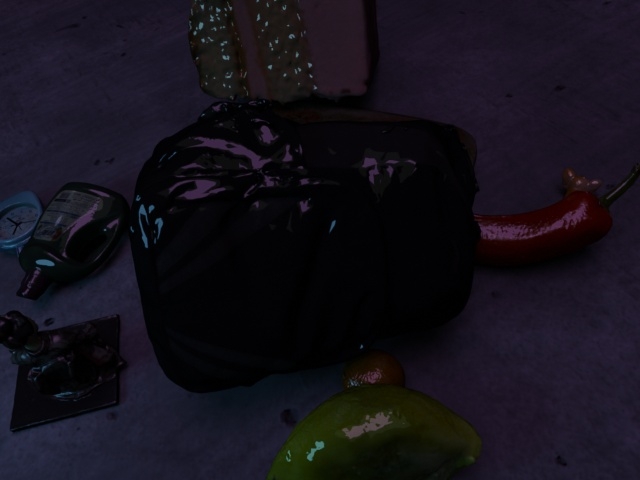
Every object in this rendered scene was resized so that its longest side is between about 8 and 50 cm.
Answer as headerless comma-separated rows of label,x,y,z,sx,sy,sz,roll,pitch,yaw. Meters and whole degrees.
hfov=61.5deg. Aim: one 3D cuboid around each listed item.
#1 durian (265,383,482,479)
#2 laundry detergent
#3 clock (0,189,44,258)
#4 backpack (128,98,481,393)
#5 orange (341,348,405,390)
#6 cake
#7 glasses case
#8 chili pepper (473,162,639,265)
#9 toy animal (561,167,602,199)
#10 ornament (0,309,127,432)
durian,0.057,0.240,0.618,0.250,0.139,0.101,-6,10,-7
laundry detergent,-0.419,0.007,0.899,0.144,0.078,0.221,13,55,5
clock,-0.531,-0.020,0.956,0.108,0.045,0.147,-36,57,-17
backpack,0.000,0.000,0.694,0.446,0.363,0.255,-6,21,-4
orange,0.068,0.180,0.699,0.085,0.085,0.085,-4,53,5
cake,-0.053,-0.417,0.986,0.307,0.293,0.314,1,35,9
glasses case,0.057,-0.169,0.950,0.425,0.098,0.156,14,48,18
chili pepper,0.279,-0.031,0.797,0.368,0.092,0.137,-4,94,12
toy animal,0.408,-0.076,0.851,0.060,0.081,0.083,15,77,21
ornament,-0.374,0.135,0.723,0.166,0.196,0.153,-14,53,-4
